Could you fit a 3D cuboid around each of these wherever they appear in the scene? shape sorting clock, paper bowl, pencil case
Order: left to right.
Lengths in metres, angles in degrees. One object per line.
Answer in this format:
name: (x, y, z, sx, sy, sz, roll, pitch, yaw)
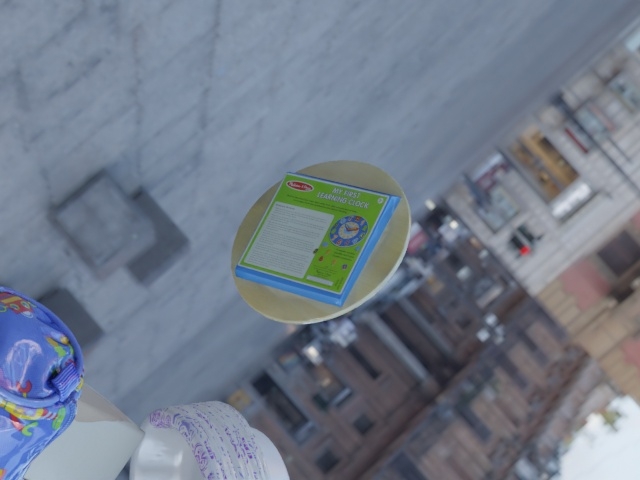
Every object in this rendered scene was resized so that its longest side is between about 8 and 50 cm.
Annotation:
pencil case: (-0.295, 0.181, 1.073, 0.306, 0.133, 0.119, -55, -178, 28)
paper bowl: (-0.141, 0.362, 1.830, 0.148, 0.284, 0.284, -3, 153, -32)
shape sorting clock: (0.000, 0.000, 1.433, 0.206, 0.206, 0.040, -41, 140, -1)

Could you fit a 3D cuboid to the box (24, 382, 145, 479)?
box: (-0.376, 0.217, 1.690, 0.121, 0.148, 0.311, -55, 147, -5)
